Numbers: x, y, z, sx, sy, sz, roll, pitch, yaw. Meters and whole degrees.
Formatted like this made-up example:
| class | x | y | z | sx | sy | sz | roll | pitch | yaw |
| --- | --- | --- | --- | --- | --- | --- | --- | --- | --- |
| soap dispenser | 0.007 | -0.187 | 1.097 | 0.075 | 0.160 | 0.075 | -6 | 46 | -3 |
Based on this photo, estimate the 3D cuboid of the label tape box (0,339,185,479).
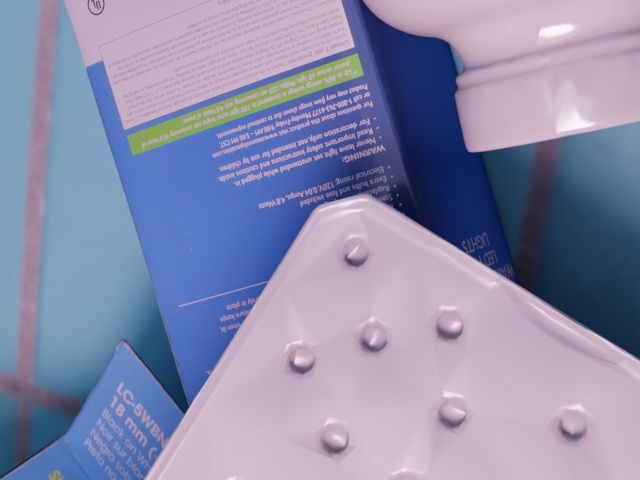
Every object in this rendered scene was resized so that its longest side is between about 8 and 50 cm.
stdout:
| class | x | y | z | sx | sy | sz | roll | pitch | yaw |
| --- | --- | --- | --- | --- | --- | --- | --- | --- | --- |
| label tape box | -0.113 | 0.246 | 0.665 | 0.240 | 0.106 | 0.333 | 47 | 130 | 21 |

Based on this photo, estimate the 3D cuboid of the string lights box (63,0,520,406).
| class | x | y | z | sx | sy | sz | roll | pitch | yaw |
| --- | --- | --- | --- | --- | --- | --- | --- | --- | --- |
| string lights box | 0.000 | 0.000 | 0.629 | 0.133 | 0.077 | 0.259 | -16 | 92 | 30 |

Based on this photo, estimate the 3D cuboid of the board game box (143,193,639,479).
| class | x | y | z | sx | sy | sz | roll | pitch | yaw |
| --- | --- | --- | --- | --- | --- | --- | --- | --- | --- |
| board game box | 0.067 | 0.245 | 0.512 | 0.390 | 0.050 | 0.390 | 32 | 91 | 13 |

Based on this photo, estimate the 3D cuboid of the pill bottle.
| class | x | y | z | sx | sy | sz | roll | pitch | yaw |
| --- | --- | --- | --- | --- | --- | --- | --- | --- | --- |
| pill bottle | 0.068 | -0.168 | 0.523 | 0.146 | 0.146 | 0.264 | -11 | 94 | 29 |
